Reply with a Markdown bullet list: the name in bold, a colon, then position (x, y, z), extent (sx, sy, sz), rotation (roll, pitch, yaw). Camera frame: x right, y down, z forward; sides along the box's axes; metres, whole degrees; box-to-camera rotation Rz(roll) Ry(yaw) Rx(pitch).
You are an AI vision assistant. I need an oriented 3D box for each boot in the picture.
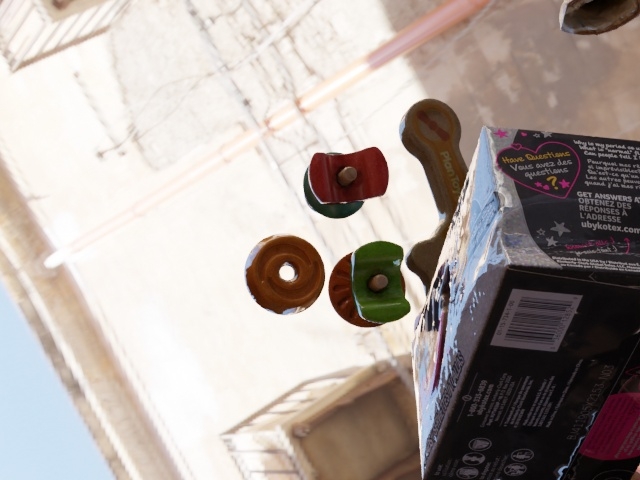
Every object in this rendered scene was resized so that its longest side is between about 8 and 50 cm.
- **boot**: position (0.391, -0.387, 1.627), extent (0.089, 0.236, 0.269), rotation (42, -120, -17)

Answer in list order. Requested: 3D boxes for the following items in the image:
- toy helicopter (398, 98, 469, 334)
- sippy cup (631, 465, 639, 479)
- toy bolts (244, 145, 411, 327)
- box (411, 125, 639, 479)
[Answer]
- **toy helicopter**: position (0.209, -0.026, 1.547), extent (0.235, 0.140, 0.355), rotation (-17, -99, -20)
- **sippy cup**: position (0.307, 0.270, 0.944), extent (0.240, 0.224, 0.305), rotation (-55, -36, -7)
- **toy bolts**: position (0.000, 0.000, 1.492), extent (0.218, 0.158, 0.228), rotation (-1, -98, -13)
- **box**: position (0.167, 0.056, 0.841), extent (0.163, 0.247, 0.142), rotation (6, -135, -6)
